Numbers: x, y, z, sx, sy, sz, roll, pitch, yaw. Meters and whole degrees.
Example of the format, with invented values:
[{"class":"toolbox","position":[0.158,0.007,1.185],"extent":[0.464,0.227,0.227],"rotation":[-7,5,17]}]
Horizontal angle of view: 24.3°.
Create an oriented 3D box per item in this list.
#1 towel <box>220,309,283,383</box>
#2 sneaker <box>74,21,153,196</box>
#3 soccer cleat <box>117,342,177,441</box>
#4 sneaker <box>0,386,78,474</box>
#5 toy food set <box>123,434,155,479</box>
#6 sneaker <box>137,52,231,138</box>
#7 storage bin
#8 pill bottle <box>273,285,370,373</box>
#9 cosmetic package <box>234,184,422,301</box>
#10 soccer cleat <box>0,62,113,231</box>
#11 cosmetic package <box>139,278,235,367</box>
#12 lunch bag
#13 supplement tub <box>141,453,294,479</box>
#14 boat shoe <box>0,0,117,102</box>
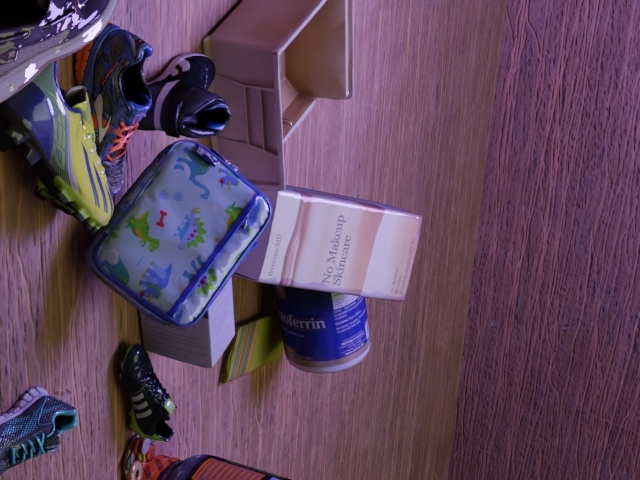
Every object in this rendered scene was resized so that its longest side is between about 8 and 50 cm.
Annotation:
[{"class":"towel","position":[-0.110,0.175,2.538],"extent":[0.237,0.021,0.102],"rotation":[-16,122,-69]},{"class":"sneaker","position":[-0.249,-0.152,1.788],"extent":[0.083,0.087,0.221],"rotation":[-42,142,-57]},{"class":"soccer cleat","position":[-0.242,0.216,2.106],"extent":[0.060,0.072,0.179],"rotation":[-57,154,-42]},{"class":"sneaker","position":[-0.354,0.239,1.800],"extent":[0.166,0.076,0.065],"rotation":[-51,149,-50]},{"class":"toy food set","position":[-0.267,0.319,2.194],"extent":[0.083,0.020,0.082],"rotation":[-48,147,-53]},{"class":"sneaker","position":[-0.161,-0.182,1.960],"extent":[0.217,0.121,0.079],"rotation":[-44,145,-57]},{"class":"storage bin","position":[-0.056,-0.247,2.210],"extent":[0.262,0.123,0.260],"rotation":[-56,153,-44]},{"class":"pill bottle","position":[-0.003,0.081,2.533],"extent":[0.153,0.153,0.264],"rotation":[-49,137,-52]},{"class":"cosmetic package","position":[0.000,0.000,2.330],"extent":[0.296,0.129,0.153],"rotation":[8,97,-37]},{"class":"soccer cleat","position":[-0.286,-0.108,1.692],"extent":[0.121,0.093,0.289],"rotation":[-55,154,-16]},{"class":"cosmetic package","position":[-0.190,0.059,2.070],"extent":[0.085,0.117,0.231],"rotation":[-58,154,-45]},{"class":"lunch bag","position":[-0.178,-0.008,1.905],"extent":[0.219,0.176,0.090],"rotation":[-53,-165,-13]},{"class":"supplement tub","position":[-0.114,0.446,2.230],"extent":[0.207,0.338,0.207],"rotation":[14,90,-70]},{"class":"boat shoe","position":[-0.304,-0.240,1.548],"extent":[0.285,0.103,0.092],"rotation":[-49,154,-41]}]
